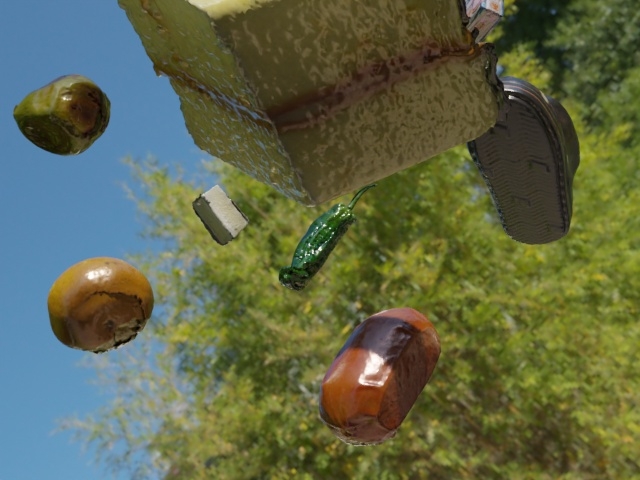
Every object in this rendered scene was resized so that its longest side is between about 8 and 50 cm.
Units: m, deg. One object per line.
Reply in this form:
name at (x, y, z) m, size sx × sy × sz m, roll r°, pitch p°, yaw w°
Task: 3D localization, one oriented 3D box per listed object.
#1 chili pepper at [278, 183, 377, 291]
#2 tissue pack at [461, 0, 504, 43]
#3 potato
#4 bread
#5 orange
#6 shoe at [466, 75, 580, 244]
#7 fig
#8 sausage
chili pepper at (0.000, 0.000, 1.794) m, size 0.279 × 0.065 × 0.122 m, roll -53°, pitch 1°, yaw -32°
tissue pack at (0.340, -0.506, 2.078) m, size 0.115 × 0.065 × 0.155 m, roll 131°, pitch 155°, yaw -51°
potato at (-0.216, -0.056, 2.090) m, size 0.061 × 0.122 × 0.086 m, roll -40°, pitch 5°, yaw -32°
bread at (0.002, -0.239, 1.204) m, size 0.405 × 0.242 × 0.345 m, roll -31°, pitch -44°, yaw -21°
orange at (-0.328, 0.094, 1.448) m, size 0.157 × 0.134 × 0.156 m, roll -13°, pitch -50°, yaw -16°
shoe at (0.382, -0.190, 1.805) m, size 0.384 × 0.171 × 0.237 m, roll 59°, pitch -146°, yaw -42°
fig at (-0.451, -0.218, 1.701) m, size 0.166 × 0.154 × 0.144 m, roll -14°, pitch -32°, yaw 6°
sausage at (0.105, 0.233, 1.705) m, size 0.268 × 0.141 × 0.153 m, roll -55°, pitch -50°, yaw -26°
